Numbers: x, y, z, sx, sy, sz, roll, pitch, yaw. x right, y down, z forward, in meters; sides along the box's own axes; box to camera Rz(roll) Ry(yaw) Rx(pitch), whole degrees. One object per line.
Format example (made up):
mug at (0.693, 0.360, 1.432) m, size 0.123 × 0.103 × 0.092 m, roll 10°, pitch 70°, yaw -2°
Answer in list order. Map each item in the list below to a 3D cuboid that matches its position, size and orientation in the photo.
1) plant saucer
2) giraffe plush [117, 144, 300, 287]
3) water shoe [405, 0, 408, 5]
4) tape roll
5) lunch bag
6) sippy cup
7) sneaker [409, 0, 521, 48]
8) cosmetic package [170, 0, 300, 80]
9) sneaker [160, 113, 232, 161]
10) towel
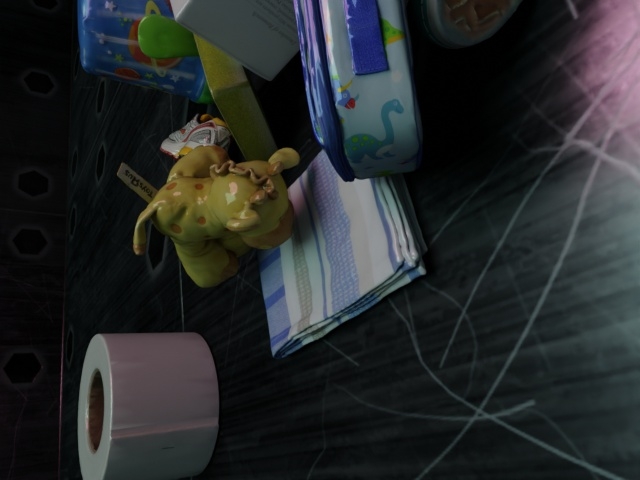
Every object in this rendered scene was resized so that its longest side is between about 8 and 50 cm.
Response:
plant saucer at (-0.111, -0.199, 0.718) m, size 0.188 × 0.045 × 0.188 m, roll 66°, pitch -177°, yaw -56°
giraffe plush at (-0.103, -0.044, 0.622) m, size 0.170 × 0.210 × 0.181 m, roll -4°, pitch 72°, yaw 30°
water shoe at (0.049, -0.313, 0.538) m, size 0.073 × 0.080 × 0.203 m, roll 6°, pitch 90°, yaw 56°
tape roll at (-0.295, 0.278, 0.876) m, size 0.246 × 0.169 × 0.246 m, roll -12°, pitch 75°, yaw 54°
lunch bag at (0.032, -0.167, 0.433) m, size 0.176 × 0.090 × 0.219 m, roll 17°, pitch -114°, yaw -82°
sippy cup at (-0.287, -0.358, 0.881) m, size 0.305 × 0.224 × 0.240 m, roll 156°, pitch 111°, yaw -63°
sneaker at (0.117, -0.297, 0.424) m, size 0.121 × 0.108 × 0.302 m, roll 12°, pitch 88°, yaw 58°
cosmetic package at (-0.073, -0.331, 0.622) m, size 0.183 × 0.151 × 0.151 m, roll -40°, pitch 51°, yaw 27°
sneaker at (-0.209, -0.170, 0.912) m, size 0.225 × 0.088 × 0.093 m, roll 20°, pitch 81°, yaw 55°
towel at (0.000, 0.000, 0.606) m, size 0.285 × 0.034 × 0.209 m, roll -41°, pitch 52°, yaw 45°
